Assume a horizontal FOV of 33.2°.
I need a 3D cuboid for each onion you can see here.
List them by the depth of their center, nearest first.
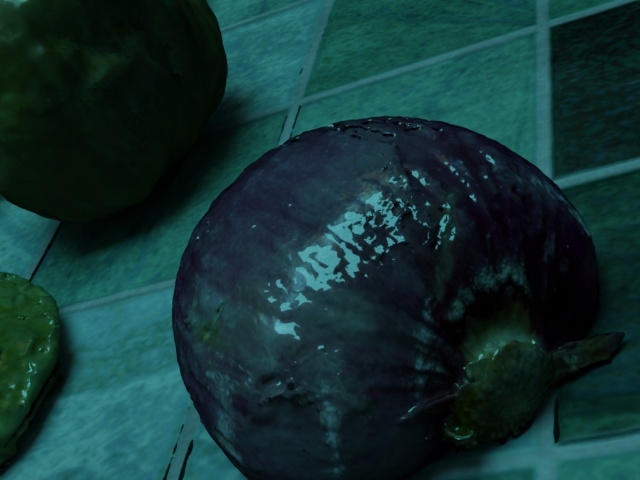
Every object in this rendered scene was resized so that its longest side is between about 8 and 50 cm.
[{"bbox_3d":[0.000,0.000,0.703,0.267,0.159,0.348,-35,33,-16],"label":"onion"}]

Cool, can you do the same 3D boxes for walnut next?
[{"bbox_3d":[-0.230,-0.172,1.015,0.253,0.277,0.282,-32,19,10],"label":"walnut"}]

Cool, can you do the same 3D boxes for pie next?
[{"bbox_3d":[-0.336,0.127,0.866,0.306,0.071,0.306,-20,34,14],"label":"pie"}]
